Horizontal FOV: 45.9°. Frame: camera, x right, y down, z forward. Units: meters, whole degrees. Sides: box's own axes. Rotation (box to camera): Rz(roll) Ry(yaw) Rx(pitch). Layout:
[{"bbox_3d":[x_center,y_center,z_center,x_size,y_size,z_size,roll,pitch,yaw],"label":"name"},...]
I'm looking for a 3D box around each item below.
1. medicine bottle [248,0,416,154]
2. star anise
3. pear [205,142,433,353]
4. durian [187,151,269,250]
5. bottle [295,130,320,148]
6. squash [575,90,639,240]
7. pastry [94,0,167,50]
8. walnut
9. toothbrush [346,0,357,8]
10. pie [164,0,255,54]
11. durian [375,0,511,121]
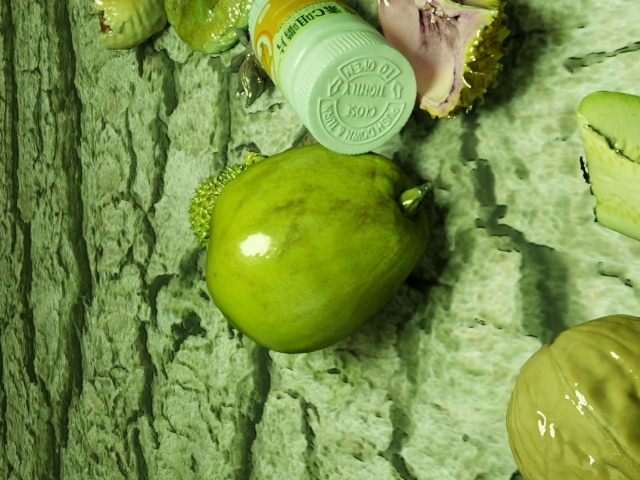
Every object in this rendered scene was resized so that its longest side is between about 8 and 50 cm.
[{"bbox_3d":[0.002,-0.263,1.078,0.158,0.158,0.318,-68,30,26],"label":"medicine bottle"},{"bbox_3d":[-0.104,-0.318,1.328,0.204,0.061,0.181,-38,51,39],"label":"star anise"},{"bbox_3d":[0.000,0.000,1.073,0.375,0.287,0.287,-25,71,29],"label":"pear"},{"bbox_3d":[-0.152,-0.049,1.335,0.198,0.146,0.159,-43,62,46],"label":"durian"},{"bbox_3d":[0.004,-0.162,1.216,0.140,0.053,0.053,-47,57,41],"label":"bottle"},{"bbox_3d":[0.382,-0.055,0.722,0.252,0.093,0.169,30,159,46],"label":"squash"},{"bbox_3d":[-0.386,-0.526,1.585,0.237,0.170,0.256,74,-165,-86],"label":"pastry"},{"bbox_3d":[0.304,0.188,0.755,0.228,0.228,0.228,3,94,50],"label":"walnut"},{"bbox_3d":[0.054,-0.294,1.179,0.019,0.013,0.193,-7,86,46],"label":"toothbrush"},{"bbox_3d":[-0.215,-0.489,1.445,0.277,0.078,0.277,6,98,52],"label":"pie"},{"bbox_3d":[0.157,-0.280,0.988,0.341,0.112,0.191,-121,16,-49],"label":"durian"}]
